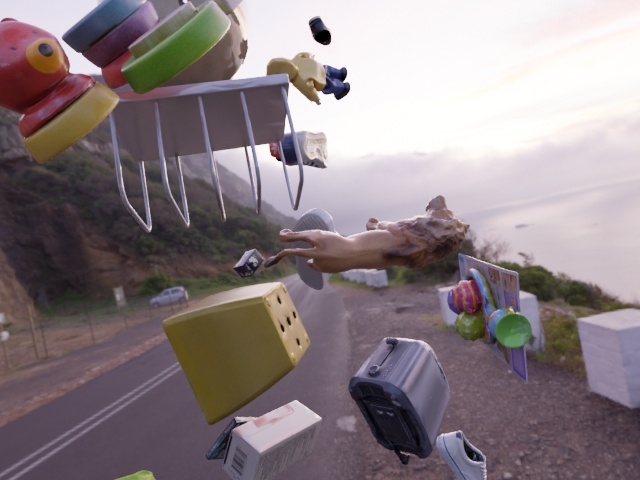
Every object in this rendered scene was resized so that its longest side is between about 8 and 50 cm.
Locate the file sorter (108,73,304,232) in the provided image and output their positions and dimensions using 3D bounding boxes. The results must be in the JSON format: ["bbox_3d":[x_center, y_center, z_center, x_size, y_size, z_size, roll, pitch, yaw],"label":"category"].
[{"bbox_3d":[-0.179,-0.130,0.746,0.277,0.173,0.193,-10,-15,-10],"label":"file sorter"}]

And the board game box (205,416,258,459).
[{"bbox_3d":[-0.322,0.727,1.667,0.026,0.186,0.126,43,8,40],"label":"board game box"}]

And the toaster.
[{"bbox_3d":[0.159,0.290,0.846,0.129,0.227,0.146,-7,30,43],"label":"toaster"}]

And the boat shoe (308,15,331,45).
[{"bbox_3d":[0.003,-0.511,1.131,0.049,0.042,0.133,-25,-1,13],"label":"boat shoe"}]

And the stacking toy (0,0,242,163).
[{"bbox_3d":[-0.241,-0.262,0.540,0.279,0.130,0.309,-20,38,24],"label":"stacking toy"}]

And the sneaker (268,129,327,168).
[{"bbox_3d":[-0.070,-0.311,1.551,0.148,0.131,0.350,-3,1,16],"label":"sneaker"}]

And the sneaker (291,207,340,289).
[{"bbox_3d":[0.000,0.000,1.391,0.150,0.135,0.366,-56,-14,-32],"label":"sneaker"}]

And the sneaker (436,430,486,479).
[{"bbox_3d":[0.448,0.672,1.334,0.091,0.258,0.094,-33,10,29],"label":"sneaker"}]

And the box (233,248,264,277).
[{"bbox_3d":[-0.243,0.078,1.536,0.062,0.052,0.083,-16,30,44],"label":"box"}]

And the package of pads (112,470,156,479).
[{"bbox_3d":[-0.327,0.401,0.494,0.296,0.101,0.229,-18,18,-1],"label":"package of pads"}]

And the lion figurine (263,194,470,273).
[{"bbox_3d":[0.092,0.015,0.944,0.392,0.142,0.240,-17,10,-17],"label":"lion figurine"}]

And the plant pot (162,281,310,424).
[{"bbox_3d":[-0.142,0.194,0.899,0.187,0.212,0.212,-24,1,12],"label":"plant pot"}]

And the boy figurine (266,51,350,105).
[{"bbox_3d":[-0.037,-0.506,1.418,0.285,0.177,0.092,-5,-12,-35],"label":"boy figurine"}]

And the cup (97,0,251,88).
[{"bbox_3d":[-0.298,-0.481,0.922,0.331,0.331,0.237,-12,8,-12],"label":"cup"}]

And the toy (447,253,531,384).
[{"bbox_3d":[0.220,0.099,0.648,0.056,0.137,0.237,-7,4,-1],"label":"toy"}]

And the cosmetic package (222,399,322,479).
[{"bbox_3d":[-0.147,0.641,1.437,0.129,0.153,0.296,24,14,35],"label":"cosmetic package"}]
